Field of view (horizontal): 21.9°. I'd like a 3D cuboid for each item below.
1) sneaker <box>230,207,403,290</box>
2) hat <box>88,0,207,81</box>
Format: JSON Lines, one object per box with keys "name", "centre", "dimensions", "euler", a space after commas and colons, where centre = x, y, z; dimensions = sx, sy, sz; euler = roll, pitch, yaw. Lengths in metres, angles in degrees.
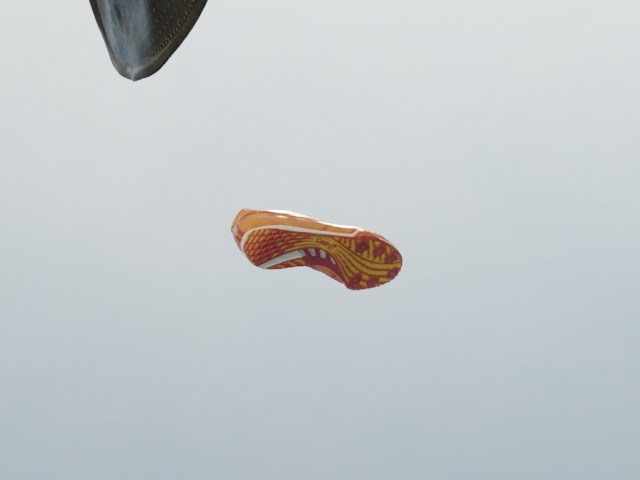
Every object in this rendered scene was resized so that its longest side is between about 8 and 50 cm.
{"name": "sneaker", "centre": [0.000, 0.000, 1.537], "dimensions": [0.175, 0.064, 0.067], "euler": [16, -157, -28]}
{"name": "hat", "centre": [-0.187, -0.272, 1.147], "dimensions": [0.134, 0.331, 0.331], "euler": [-7, -144, -27]}
